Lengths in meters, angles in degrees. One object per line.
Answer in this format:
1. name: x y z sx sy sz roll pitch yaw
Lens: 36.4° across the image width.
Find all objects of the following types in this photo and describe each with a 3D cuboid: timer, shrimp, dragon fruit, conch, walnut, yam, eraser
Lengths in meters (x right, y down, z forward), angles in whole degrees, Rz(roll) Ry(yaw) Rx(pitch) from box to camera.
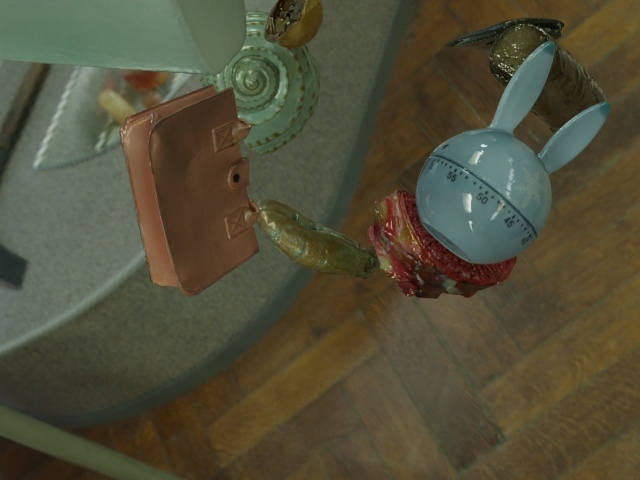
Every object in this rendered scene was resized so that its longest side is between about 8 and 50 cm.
1. timer: 0.212 -0.091 1.159 0.175 0.175 0.255 9 59 37
2. shrimp: 0.000 0.000 1.816 0.077 0.317 0.168 -48 47 20
3. dragon fruit: 0.173 0.037 1.497 0.161 0.274 0.126 -27 51 48
4. conch: -0.108 -0.353 2.067 0.215 0.303 0.319 -20 22 28
5. walnut: -0.027 -0.288 1.265 0.091 0.052 0.121 -60 26 8
6. yam: 0.399 -0.269 1.679 0.131 0.279 0.131 -10 71 32
7. eraser: -0.217 -0.235 0.811 0.290 0.189 0.104 9 42 27

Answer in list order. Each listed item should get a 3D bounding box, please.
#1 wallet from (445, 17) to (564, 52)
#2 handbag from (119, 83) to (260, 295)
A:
1. wallet: 0.403 -0.445 2.152 0.245 0.168 0.052 179 88 -65
2. handbag: -0.140 -0.058 1.119 0.059 0.213 0.157 12 30 37
